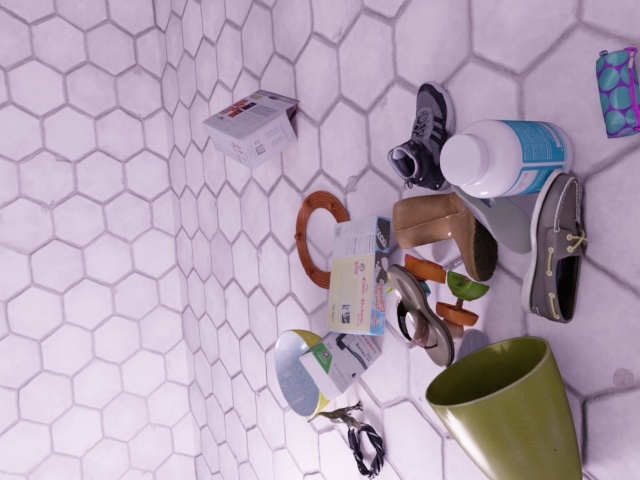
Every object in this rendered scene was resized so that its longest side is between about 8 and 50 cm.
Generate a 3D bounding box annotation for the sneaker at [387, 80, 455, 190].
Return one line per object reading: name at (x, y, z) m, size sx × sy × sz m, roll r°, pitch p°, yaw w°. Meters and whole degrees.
sneaker at (0.240, -0.250, 1.227) m, size 0.101 × 0.153 × 0.269 m, roll -2°, pitch 95°, yaw 55°

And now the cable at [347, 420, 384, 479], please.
cable at (0.153, 0.673, 1.634) m, size 0.150 × 0.047 × 0.185 m, roll -22°, pitch 76°, yaw 50°

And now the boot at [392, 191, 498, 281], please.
boot at (0.297, -0.008, 1.259) m, size 0.269 × 0.089 × 0.237 m, roll -14°, pitch 72°, yaw 54°

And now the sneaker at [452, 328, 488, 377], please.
sneaker at (0.349, 0.339, 1.242) m, size 0.091 × 0.094 × 0.259 m, roll -175°, pitch 91°, yaw -81°

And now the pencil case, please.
pencil case at (0.526, -0.257, 0.893) m, size 0.070 × 0.064 × 0.152 m, roll 167°, pitch 94°, yaw -80°

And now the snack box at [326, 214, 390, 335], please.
snack box at (0.106, 0.101, 1.445) m, size 0.187 × 0.060 × 0.322 m, roll -9°, pitch 73°, yaw 52°

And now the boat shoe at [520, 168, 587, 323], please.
boat shoe at (0.468, 0.016, 0.997) m, size 0.091 × 0.109 × 0.305 m, roll 26°, pitch 123°, yaw 50°

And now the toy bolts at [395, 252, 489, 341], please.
toy bolts at (0.248, 0.134, 1.233) m, size 0.228 × 0.218 × 0.159 m, roll 29°, pitch 101°, yaw 62°

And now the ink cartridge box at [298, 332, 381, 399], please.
ink cartridge box at (0.063, 0.345, 1.522) m, size 0.153 × 0.208 × 0.087 m, roll 53°, pitch 138°, yaw 3°

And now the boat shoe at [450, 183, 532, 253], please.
boat shoe at (0.370, -0.065, 1.088) m, size 0.079 × 0.081 × 0.228 m, roll -44°, pitch 74°, yaw 16°

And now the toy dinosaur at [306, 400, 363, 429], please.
toy dinosaur at (0.067, 0.569, 1.664) m, size 0.268 × 0.118 × 0.064 m, roll -26°, pitch 75°, yaw 55°

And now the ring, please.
ring at (0.000, 0.000, 1.729) m, size 0.336 × 0.032 × 0.337 m, roll 14°, pitch 107°, yaw 53°

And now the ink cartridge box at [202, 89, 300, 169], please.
ink cartridge box at (-0.233, -0.414, 1.859) m, size 0.309 × 0.271 × 0.130 m, roll 33°, pitch 153°, yaw 48°

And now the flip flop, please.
flip flop at (0.213, 0.180, 1.154) m, size 0.112 × 0.080 × 0.277 m, roll 10°, pitch 134°, yaw 59°

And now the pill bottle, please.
pill bottle at (0.354, -0.158, 0.985) m, size 0.146 × 0.263 × 0.147 m, roll 14°, pitch 107°, yaw 53°

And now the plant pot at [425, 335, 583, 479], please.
plant pot at (0.408, 0.394, 1.054) m, size 0.274 × 0.274 × 0.294 m, roll -30°, pitch 88°, yaw 53°

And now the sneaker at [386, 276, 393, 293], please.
sneaker at (0.131, 0.136, 1.534) m, size 0.240 × 0.091 × 0.126 m, roll -42°, pitch 50°, yaw 42°

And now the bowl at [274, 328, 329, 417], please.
bowl at (-0.021, 0.432, 1.732) m, size 0.289 × 0.155 × 0.290 m, roll 14°, pitch 107°, yaw 53°
